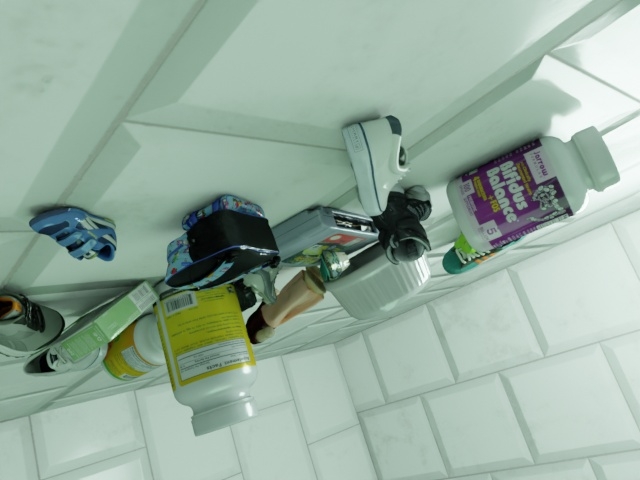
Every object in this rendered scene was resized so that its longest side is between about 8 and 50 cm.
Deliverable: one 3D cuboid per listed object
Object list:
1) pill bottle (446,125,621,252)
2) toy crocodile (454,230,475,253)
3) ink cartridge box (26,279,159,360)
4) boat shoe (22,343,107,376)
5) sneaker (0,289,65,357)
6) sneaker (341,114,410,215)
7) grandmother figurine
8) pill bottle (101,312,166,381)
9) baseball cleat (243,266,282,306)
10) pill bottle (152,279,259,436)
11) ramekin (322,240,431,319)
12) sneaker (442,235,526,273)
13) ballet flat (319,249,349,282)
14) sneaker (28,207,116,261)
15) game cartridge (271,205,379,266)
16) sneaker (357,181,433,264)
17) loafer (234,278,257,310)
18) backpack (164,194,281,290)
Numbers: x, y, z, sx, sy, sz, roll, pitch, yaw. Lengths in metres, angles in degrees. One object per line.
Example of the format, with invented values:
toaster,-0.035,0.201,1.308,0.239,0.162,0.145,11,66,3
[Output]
pill bottle,0.424,-0.106,1.089,0.301,0.170,0.169,-26,163,23
toy crocodile,0.476,-0.038,1.532,0.115,0.105,0.340,-16,169,-12
ink cartridge box,-0.468,0.181,1.115,0.235,0.056,0.171,-29,-168,27
boat shoe,-0.649,0.299,1.366,0.258,0.095,0.084,-27,167,24
sneaker,-0.545,0.142,0.956,0.107,0.100,0.271,-26,163,7
sneaker,0.098,-0.107,0.847,0.091,0.094,0.258,-15,164,5
grandmother figurine,-0.133,0.204,1.416,0.342,0.104,0.208,-40,-172,15
pill bottle,-0.456,0.273,1.421,0.245,0.137,0.136,-28,162,30
baseball cleat,-0.118,0.090,1.258,0.109,0.072,0.206,-48,167,-8
pill bottle,-0.249,0.245,1.196,0.187,0.334,0.188,-17,165,-5
ramekin,0.150,0.089,1.342,0.272,0.127,0.273,-30,-176,2
sneaker,0.516,0.009,1.714,0.302,0.108,0.121,-32,160,16
ballet flat,0.032,0.050,1.182,0.070,0.070,0.188,-17,174,-5
sneaker,-0.338,-0.006,0.757,0.053,0.059,0.144,-21,163,18
game cartridge,0.000,0.000,1.182,0.195,0.060,0.294,-23,164,29
sneaker,0.173,-0.029,1.089,0.101,0.153,0.268,-26,163,27
loafer,-0.215,0.153,1.398,0.078,0.076,0.223,-24,170,-19
backpack,-0.178,0.016,0.905,0.173,0.117,0.158,-26,163,23
